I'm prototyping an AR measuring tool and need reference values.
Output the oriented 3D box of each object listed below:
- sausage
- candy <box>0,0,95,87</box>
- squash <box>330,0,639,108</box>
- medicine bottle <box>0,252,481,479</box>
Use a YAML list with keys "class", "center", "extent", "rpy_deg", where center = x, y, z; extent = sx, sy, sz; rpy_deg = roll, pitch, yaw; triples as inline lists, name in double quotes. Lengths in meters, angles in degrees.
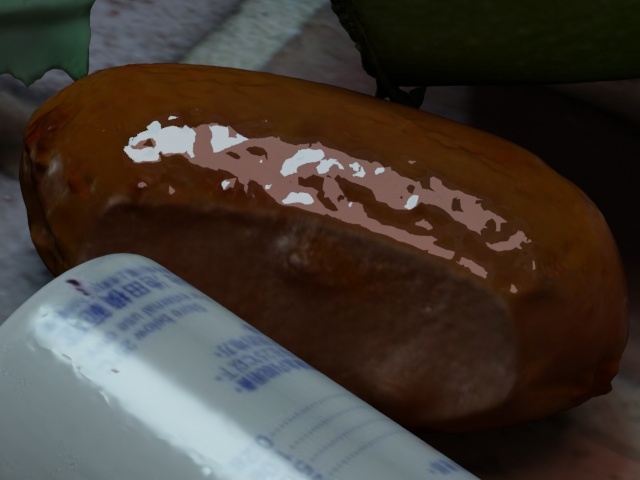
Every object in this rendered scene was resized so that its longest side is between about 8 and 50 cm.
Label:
- class: "sausage"
  center: [0.000, -0.001, 0.811]
  extent: [0.258, 0.133, 0.133]
  rpy_deg: [15, 39, 5]
- class: "candy"
  center: [-0.299, -0.168, 0.936]
  extent: [0.263, 0.172, 0.398]
  rpy_deg: [-4, 21, -34]
- class: "squash"
  center: [0.188, -0.201, 0.831]
  extent: [0.384, 0.263, 0.263]
  rpy_deg: [-8, 38, 11]
- class: "medicine bottle"
  center: [0.033, 0.141, 0.644]
  extent: [0.341, 0.130, 0.130]
  rpy_deg: [32, 43, 23]
